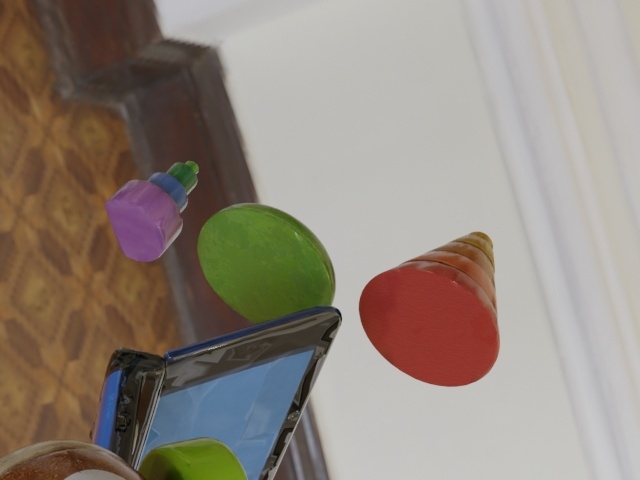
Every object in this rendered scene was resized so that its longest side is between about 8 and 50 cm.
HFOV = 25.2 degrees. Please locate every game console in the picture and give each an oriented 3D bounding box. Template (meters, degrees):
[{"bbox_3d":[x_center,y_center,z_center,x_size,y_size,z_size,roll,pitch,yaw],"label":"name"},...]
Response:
[{"bbox_3d":[-0.099,0.212,1.073,0.293,0.173,0.250,110,-14,-47],"label":"game console"}]

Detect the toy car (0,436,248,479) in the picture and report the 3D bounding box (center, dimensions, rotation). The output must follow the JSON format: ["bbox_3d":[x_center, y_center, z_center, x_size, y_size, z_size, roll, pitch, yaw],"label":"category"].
[{"bbox_3d":[-0.065,0.170,0.503,0.155,0.188,0.149,-5,113,-38],"label":"toy car"}]

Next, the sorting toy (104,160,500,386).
[{"bbox_3d":[0.000,0.000,1.216,0.126,0.365,0.127,-53,152,-42],"label":"sorting toy"}]
